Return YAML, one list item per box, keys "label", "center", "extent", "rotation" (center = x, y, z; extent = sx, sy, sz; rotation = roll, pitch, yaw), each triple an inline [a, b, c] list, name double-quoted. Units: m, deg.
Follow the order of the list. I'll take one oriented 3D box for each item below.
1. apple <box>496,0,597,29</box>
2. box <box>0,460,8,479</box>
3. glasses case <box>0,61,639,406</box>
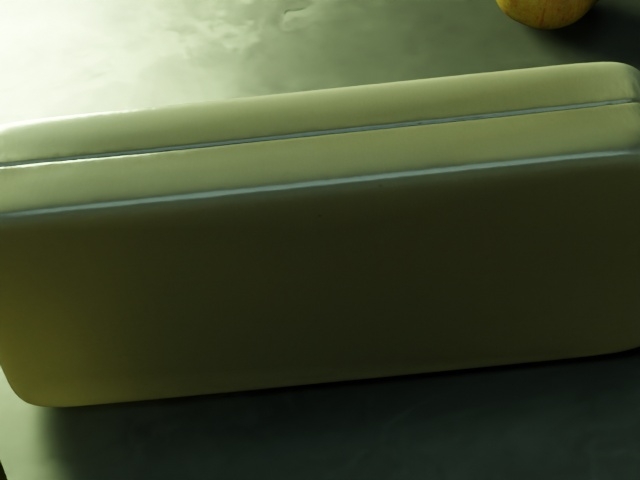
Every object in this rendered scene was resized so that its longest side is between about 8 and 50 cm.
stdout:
- label: "apple"
  center: [0.147, -0.176, 0.936]
  extent: [0.084, 0.071, 0.084]
  rotation: [-4, 52, 5]
- label: "box"
  center: [-0.155, 0.160, 0.615]
  extent: [0.023, 0.087, 0.155]
  rotation: [-1, 43, 1]
- label: "glasses case"
  center: [0.000, 0.000, 0.720]
  extent: [0.336, 0.144, 0.076]
  rotation: [-5, 44, 1]
